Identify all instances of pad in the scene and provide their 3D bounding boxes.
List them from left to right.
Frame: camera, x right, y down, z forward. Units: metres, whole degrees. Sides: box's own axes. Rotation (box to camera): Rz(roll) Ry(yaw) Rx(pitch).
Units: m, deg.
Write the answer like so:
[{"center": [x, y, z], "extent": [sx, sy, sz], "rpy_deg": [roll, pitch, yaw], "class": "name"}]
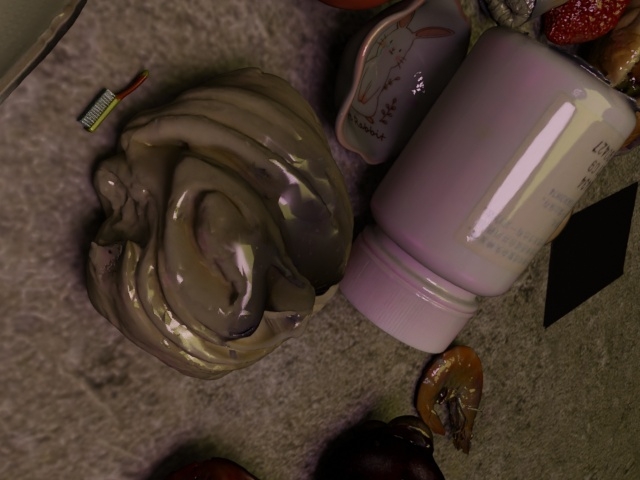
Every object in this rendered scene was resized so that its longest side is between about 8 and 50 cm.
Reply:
[{"center": [0.609, 0.026, 1.445], "extent": [0.368, 0.007, 0.247], "rpy_deg": [-22, 120, -36], "class": "pad"}]

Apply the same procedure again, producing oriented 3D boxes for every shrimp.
[{"center": [0.241, 0.297, 1.168], "extent": [0.150, 0.068, 0.248], "rpy_deg": [-29, 120, -17], "class": "shrimp"}]

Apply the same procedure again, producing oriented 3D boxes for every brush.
[{"center": [-0.196, -0.137, 0.612], "extent": [0.083, 0.019, 0.021], "rpy_deg": [-49, 123, -15], "class": "brush"}]

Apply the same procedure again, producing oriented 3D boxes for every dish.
[{"center": [0.080, -0.206, 0.780], "extent": [0.229, 0.081, 0.229], "rpy_deg": [-34, 148, -25], "class": "dish"}]

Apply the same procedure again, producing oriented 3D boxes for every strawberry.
[{"center": [0.425, -0.388, 1.032], "extent": [0.131, 0.131, 0.148], "rpy_deg": [-13, 136, -40], "class": "strawberry"}]

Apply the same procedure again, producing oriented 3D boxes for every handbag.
[{"center": [0.297, -0.381, 0.935], "extent": [0.173, 0.095, 0.117], "rpy_deg": [-36, 111, -35], "class": "handbag"}]

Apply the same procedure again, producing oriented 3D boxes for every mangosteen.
[{"center": [0.095, 0.378, 0.975], "extent": [0.210, 0.210, 0.209], "rpy_deg": [-18, 118, -38], "class": "mangosteen"}]

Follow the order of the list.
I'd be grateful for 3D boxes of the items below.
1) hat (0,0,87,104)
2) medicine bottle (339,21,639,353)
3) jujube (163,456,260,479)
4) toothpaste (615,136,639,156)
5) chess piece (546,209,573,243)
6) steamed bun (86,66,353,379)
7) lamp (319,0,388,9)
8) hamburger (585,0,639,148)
[{"center": [-0.318, -0.158, 0.426], "extent": [0.258, 0.168, 0.301], "rpy_deg": [47, 48, -23], "class": "hat"}, {"center": [0.193, -0.059, 0.813], "extent": [0.214, 0.213, 0.378], "rpy_deg": [18, 112, -46], "class": "medicine bottle"}, {"center": [-0.107, 0.396, 0.789], "extent": [0.197, 0.197, 0.290], "rpy_deg": [-37, 122, -27], "class": "jujube"}, {"center": [0.641, -0.227, 1.347], "extent": [0.301, 0.048, 0.075], "rpy_deg": [-27, 95, -41], "class": "toothpaste"}, {"center": [0.281, -0.089, 1.026], "extent": [0.307, 0.124, 0.139], "rpy_deg": [15, 127, -42], "class": "chess piece"}, {"center": [-0.085, -0.002, 0.642], "extent": [0.275, 0.206, 0.319], "rpy_deg": [-18, 114, -36], "class": "steamed bun"}, {"center": [0.049, -0.335, 0.662], "extent": [0.188, 0.164, 0.187], "rpy_deg": [-18, 116, -41], "class": "lamp"}, {"center": [0.547, -0.303, 1.090], "extent": [0.329, 0.162, 0.209], "rpy_deg": [-59, 175, 1], "class": "hamburger"}]
